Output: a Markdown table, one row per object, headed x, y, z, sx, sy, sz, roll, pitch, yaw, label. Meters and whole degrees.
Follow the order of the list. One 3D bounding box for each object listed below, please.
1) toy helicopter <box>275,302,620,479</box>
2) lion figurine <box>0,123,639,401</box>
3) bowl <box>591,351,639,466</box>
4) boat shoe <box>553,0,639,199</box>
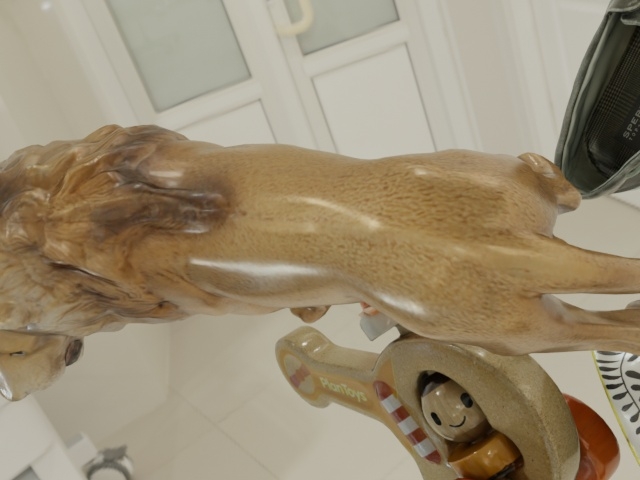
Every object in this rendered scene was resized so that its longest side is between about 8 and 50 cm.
| x | y | z | sx | sy | sz | roll | pitch | yaw | label |
| --- | --- | --- | --- | --- | --- | --- | --- | --- | --- |
| 0.059 | 0.117 | 0.692 | 0.140 | 0.235 | 0.355 | -36 | 21 | -28 | toy helicopter |
| 0.000 | 0.000 | 0.399 | 0.392 | 0.142 | 0.240 | -8 | -7 | 32 | lion figurine |
| 0.263 | 0.115 | 0.572 | 0.080 | 0.170 | 0.170 | -28 | 24 | 23 | bowl |
| 0.268 | -0.159 | 0.575 | 0.121 | 0.335 | 0.119 | 33 | 43 | 25 | boat shoe |
